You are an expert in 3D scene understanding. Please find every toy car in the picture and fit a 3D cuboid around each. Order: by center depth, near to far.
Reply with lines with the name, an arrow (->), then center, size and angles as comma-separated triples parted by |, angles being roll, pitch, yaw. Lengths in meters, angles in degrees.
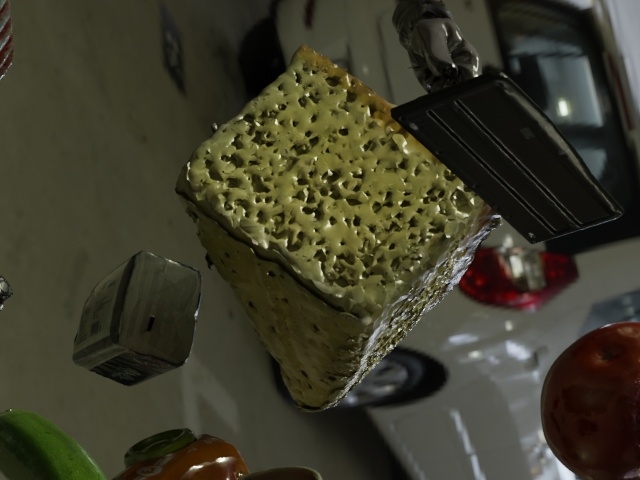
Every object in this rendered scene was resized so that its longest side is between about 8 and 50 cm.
toy car -> -0.099, 0.260, 1.113 | 0.235, 0.235, 0.145 | -56, 128, -77

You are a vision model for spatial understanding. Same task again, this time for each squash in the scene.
squash -> -0.368, 0.317, 1.696 | 0.395, 0.107, 0.107 | 28, -37, 52

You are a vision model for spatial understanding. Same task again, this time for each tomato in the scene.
tomato -> 0.334, 0.174, 1.361 | 0.195, 0.195, 0.136 | -87, 156, -58

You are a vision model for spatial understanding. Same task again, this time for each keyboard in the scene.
keyboard -> 0.132, -0.074, 0.967 | 0.381, 0.104, 0.041 | 27, 49, -56

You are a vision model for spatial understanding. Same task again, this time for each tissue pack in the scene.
tissue pack -> -0.185, 0.082, 1.246 | 0.170, 0.090, 0.103 | -24, -129, 61

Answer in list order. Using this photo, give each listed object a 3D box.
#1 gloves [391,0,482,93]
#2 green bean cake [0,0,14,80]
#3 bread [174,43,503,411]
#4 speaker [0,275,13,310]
gloves -> 0.151, -0.228, 1.620 | 0.142, 0.119, 0.285 | 81, 8, -48
green bean cake -> -0.459, -0.272, 1.381 | 0.097, 0.233, 0.198 | -61, -176, -23
bread -> 0.000, 0.000, 1.223 | 0.279, 0.248, 0.315 | 41, -29, 1
speaker -> -0.615, 0.069, 1.744 | 0.232, 0.254, 0.184 | 58, 24, -13
